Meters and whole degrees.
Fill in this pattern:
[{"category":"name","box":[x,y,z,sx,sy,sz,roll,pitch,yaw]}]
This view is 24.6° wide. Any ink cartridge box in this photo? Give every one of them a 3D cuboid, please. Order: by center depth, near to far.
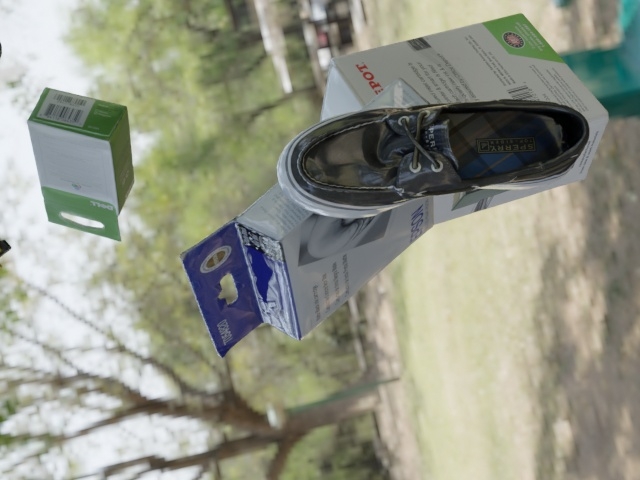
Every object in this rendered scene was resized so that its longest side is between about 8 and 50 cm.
[{"category":"ink cartridge box","box":[0.000,0.000,1.190,0.045,0.224,0.223,46,167,20]},{"category":"ink cartridge box","box":[0.164,-0.141,1.725,0.198,0.273,0.114,57,152,33]},{"category":"ink cartridge box","box":[-0.297,-0.094,1.856,0.209,0.109,0.062,93,-166,-54]}]

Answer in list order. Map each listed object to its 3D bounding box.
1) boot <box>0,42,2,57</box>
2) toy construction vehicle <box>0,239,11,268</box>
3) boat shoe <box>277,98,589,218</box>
[{"category":"boot","box":[-0.489,-0.253,1.902,0.083,0.246,0.161,47,-141,-29]},{"category":"toy construction vehicle","box":[-0.384,0.028,1.646,0.035,0.098,0.086,42,-170,4]},{"category":"boat shoe","box":[0.086,-0.064,1.050,0.076,0.229,0.080,133,133,-71]}]
